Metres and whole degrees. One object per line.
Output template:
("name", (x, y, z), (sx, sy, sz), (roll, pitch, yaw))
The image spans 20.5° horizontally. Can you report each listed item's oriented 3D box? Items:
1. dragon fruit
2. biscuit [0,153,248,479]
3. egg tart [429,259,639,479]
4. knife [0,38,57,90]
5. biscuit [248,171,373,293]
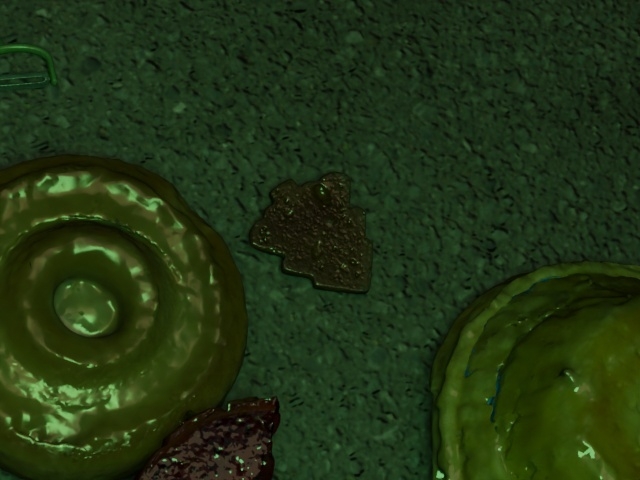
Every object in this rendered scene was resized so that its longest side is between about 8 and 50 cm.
("dragon fruit", (-0.101, 0.204, 1.480), (0.127, 0.120, 0.161), (16, 72, -7))
("biscuit", (-0.206, 0.063, 1.526), (0.296, 0.102, 0.296), (5, 68, -11))
("egg tart", (0.281, 0.181, 1.565), (0.387, 0.169, 0.388), (6, 66, -14))
("knife", (-0.348, -0.157, 1.614), (0.212, 0.015, 0.054), (-7, 72, -15))
("biscuit", (0.000, 0.000, 1.635), (0.119, 0.019, 0.130), (-34, 81, -22))
